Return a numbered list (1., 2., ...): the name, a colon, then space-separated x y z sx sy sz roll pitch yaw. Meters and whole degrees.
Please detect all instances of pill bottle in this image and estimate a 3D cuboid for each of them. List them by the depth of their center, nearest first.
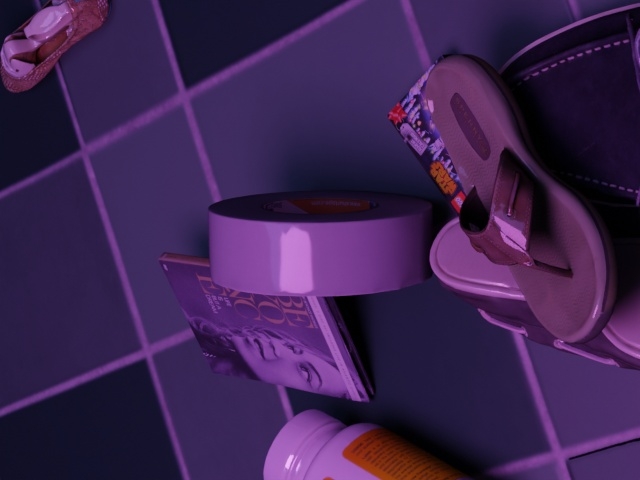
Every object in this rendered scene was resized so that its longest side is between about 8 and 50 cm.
1. pill bottle: 0.065 0.265 1.847 0.246 0.136 0.136 27 113 34

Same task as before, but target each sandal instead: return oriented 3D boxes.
1. sandal: 0.159 -0.031 1.641 0.302 0.086 0.120 59 142 26

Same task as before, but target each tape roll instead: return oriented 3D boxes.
1. tape roll: 0.000 0.000 1.810 0.219 0.219 0.072 8 103 39

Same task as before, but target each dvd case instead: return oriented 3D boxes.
1. dvd case: -0.058 0.090 1.948 0.221 0.018 0.164 6 132 38

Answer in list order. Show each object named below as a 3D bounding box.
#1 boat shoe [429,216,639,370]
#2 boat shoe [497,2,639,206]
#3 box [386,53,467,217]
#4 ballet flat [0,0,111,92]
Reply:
1. boat shoe: 0.258 0.055 1.702 0.335 0.095 0.112 18 74 33
2. boat shoe: 0.332 -0.109 1.564 0.500 0.156 0.186 5 101 40
3. box: 0.134 -0.101 1.808 0.094 0.027 0.137 -48 67 34
4. ballet flat: -0.326 -0.235 2.143 0.206 0.067 0.073 -37 73 37
